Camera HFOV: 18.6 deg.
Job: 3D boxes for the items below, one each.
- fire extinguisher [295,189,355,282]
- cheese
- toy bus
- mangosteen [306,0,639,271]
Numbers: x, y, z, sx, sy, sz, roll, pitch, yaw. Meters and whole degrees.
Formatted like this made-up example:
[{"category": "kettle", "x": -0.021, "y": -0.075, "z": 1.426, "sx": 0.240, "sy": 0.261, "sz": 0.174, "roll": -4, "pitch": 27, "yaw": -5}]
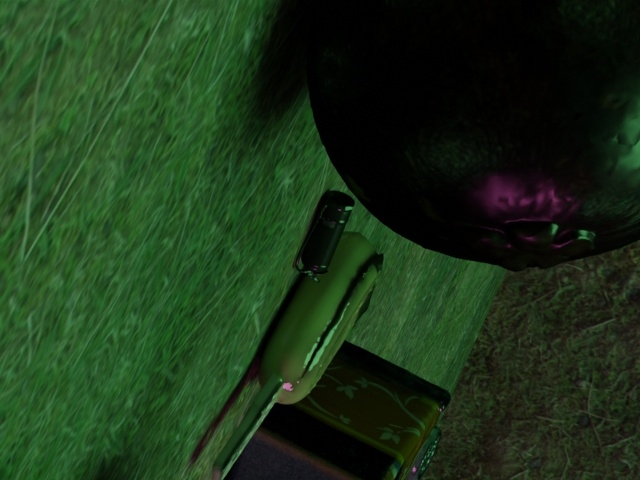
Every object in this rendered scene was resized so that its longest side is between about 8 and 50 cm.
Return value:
[{"category": "fire extinguisher", "x": 0.000, "y": 0.000, "z": 1.601, "sx": 0.038, "sy": 0.025, "sz": 0.083, "roll": -1, "pitch": 125, "yaw": -36}, {"category": "cheese", "x": -0.027, "y": 0.108, "z": 1.658, "sx": 0.251, "sy": 0.054, "sz": 0.127, "roll": -55, "pitch": 168, "yaw": -36}, {"category": "toy bus", "x": -0.014, "y": 0.272, "z": 1.857, "sx": 0.194, "sy": 0.162, "sz": 0.323, "roll": -47, "pitch": 160, "yaw": -57}, {"category": "mangosteen", "x": 0.129, "y": -0.122, "z": 1.239, "sx": 0.288, "sy": 0.288, "sz": 0.288, "roll": -60, "pitch": 170, "yaw": -18}]
